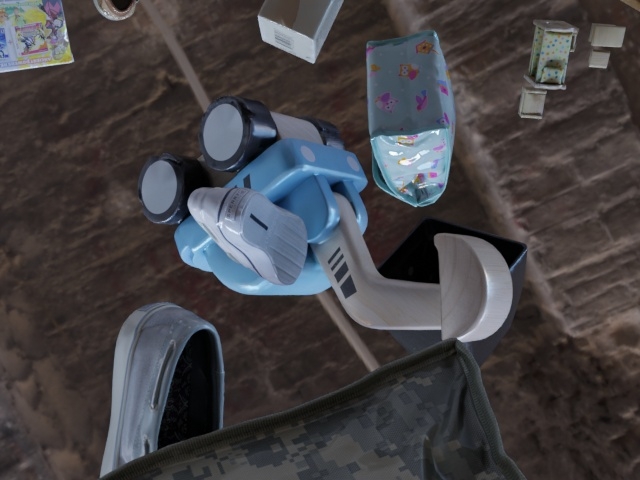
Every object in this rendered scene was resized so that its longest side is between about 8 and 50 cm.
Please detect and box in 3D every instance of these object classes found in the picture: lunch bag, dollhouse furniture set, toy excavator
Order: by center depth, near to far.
[{"bbox_3d":[-0.017,0.215,0.441,0.286,0.169,0.235,-19,143,-6],"label":"lunch bag"},{"bbox_3d":[0.000,0.000,1.034,0.433,0.445,0.222,-35,158,30],"label":"toy excavator"},{"bbox_3d":[0.168,-0.211,1.357,0.160,0.224,0.262,-6,154,12],"label":"lunch bag"},{"bbox_3d":[0.473,-0.309,1.382,0.160,0.182,0.101,3,-156,0],"label":"dollhouse furniture set"}]

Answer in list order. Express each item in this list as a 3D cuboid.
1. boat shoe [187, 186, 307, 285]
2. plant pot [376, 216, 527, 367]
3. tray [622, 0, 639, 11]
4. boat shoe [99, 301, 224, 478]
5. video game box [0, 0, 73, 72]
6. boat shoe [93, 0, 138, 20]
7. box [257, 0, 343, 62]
[{"bbox_3d":[-0.077,-0.013,0.847,0.083,0.075,0.226,-66,159,-15],"label":"boat shoe"},{"bbox_3d":[0.205,0.100,1.159,0.188,0.167,0.187,18,-129,39],"label":"plant pot"},{"bbox_3d":[0.496,-0.549,1.057,0.076,0.411,0.203,-5,-151,4],"label":"tray"},{"bbox_3d":[-0.110,0.162,0.547,0.081,0.228,0.079,7,-173,44],"label":"boat shoe"},{"bbox_3d":[-0.517,-0.367,1.190,0.205,0.187,0.048,-20,-158,-38],"label":"video game box"},{"bbox_3d":[-0.396,-0.612,1.501,0.123,0.325,0.116,-3,-161,-24],"label":"boat shoe"},{"bbox_3d":[-0.001,-0.530,1.462,0.148,0.121,0.311,97,18,-84],"label":"box"}]
